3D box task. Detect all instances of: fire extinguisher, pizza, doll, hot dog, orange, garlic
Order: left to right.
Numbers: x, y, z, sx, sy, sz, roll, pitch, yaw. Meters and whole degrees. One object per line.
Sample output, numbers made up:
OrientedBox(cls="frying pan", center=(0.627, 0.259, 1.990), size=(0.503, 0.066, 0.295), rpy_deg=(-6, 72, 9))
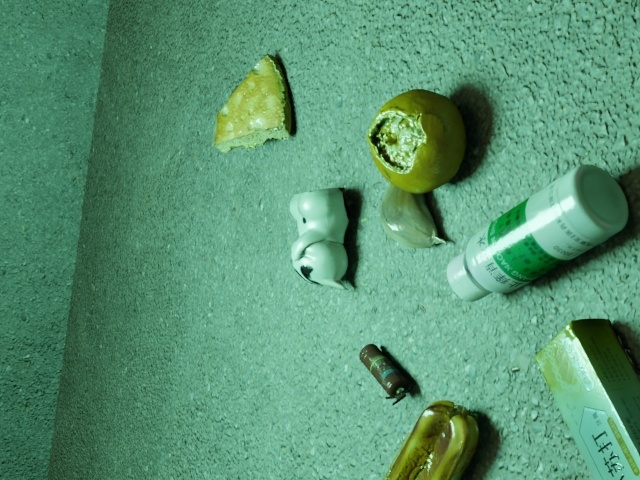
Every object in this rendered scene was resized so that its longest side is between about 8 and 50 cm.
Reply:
OrientedBox(cls="pizza", center=(-0.129, -0.274, 1.832), size=(0.188, 0.081, 0.204), rpy_deg=(-16, 61, 33))
OrientedBox(cls="doll", center=(-0.002, -0.007, 1.550), size=(0.110, 0.107, 0.180), rpy_deg=(180, 94, -67))
OrientedBox(cls="fire extinguisher", center=(0.106, 0.214, 1.401), size=(0.132, 0.056, 0.039), rpy_deg=(-134, 28, -54))
OrientedBox(cls="garlic", center=(0.132, -0.034, 1.370), size=(0.084, 0.066, 0.152), rpy_deg=(-50, 44, 42))
OrientedBox(cls="orange", center=(0.141, -0.147, 1.309), size=(0.155, 0.134, 0.154), rpy_deg=(-178, 90, -66))
OrientedBox(cls="hot dog", center=(0.157, 0.335, 1.288), size=(0.104, 0.076, 0.250), rpy_deg=(38, 124, 31))

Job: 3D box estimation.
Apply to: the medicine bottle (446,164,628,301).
OrientedBox(cls="medicine bottle", center=(0.265, 0.001, 1.125), size=(0.260, 0.095, 0.095), rpy_deg=(-41, 53, 51))

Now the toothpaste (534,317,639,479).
OrientedBox(cls="toothpaste", center=(0.348, 0.239, 0.986), size=(0.089, 0.071, 0.312), rpy_deg=(-58, 41, 43))
